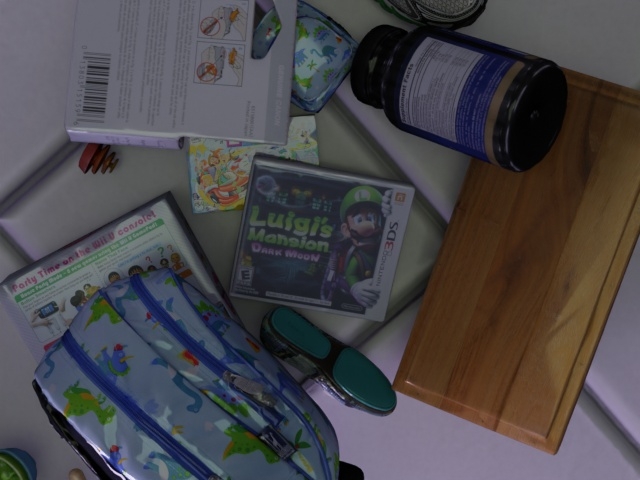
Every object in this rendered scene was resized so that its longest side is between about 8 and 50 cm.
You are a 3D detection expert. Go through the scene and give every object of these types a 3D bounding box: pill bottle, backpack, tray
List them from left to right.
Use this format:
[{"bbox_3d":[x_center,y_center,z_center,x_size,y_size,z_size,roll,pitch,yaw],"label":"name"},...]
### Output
[{"bbox_3d":[-0.121,0.196,1.175,0.355,0.290,0.273,27,89,1],"label":"backpack"},{"bbox_3d":[-0.021,-0.213,1.289,0.114,0.084,0.105,38,93,-3],"label":"backpack"},{"bbox_3d":[0.145,-0.163,1.238,0.219,0.123,0.123,25,99,34],"label":"pill bottle"},{"bbox_3d":[0.245,0.013,1.302,0.203,0.076,0.411,20,97,16],"label":"tray"}]

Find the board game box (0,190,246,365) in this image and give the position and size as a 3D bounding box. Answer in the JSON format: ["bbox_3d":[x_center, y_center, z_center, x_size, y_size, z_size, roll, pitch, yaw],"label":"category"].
[{"bbox_3d":[-0.200,0.128,1.331,0.224,0.097,0.303,-27,99,2],"label":"board game box"}]

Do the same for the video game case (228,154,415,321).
[{"bbox_3d":[0.000,0.000,1.332,0.190,0.022,0.173,10,109,-5],"label":"video game case"}]

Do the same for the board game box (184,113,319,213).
[{"bbox_3d":[-0.078,-0.089,1.335,0.154,0.026,0.103,-6,98,0],"label":"board game box"}]

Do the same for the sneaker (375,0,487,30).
[{"bbox_3d":[0.064,-0.373,1.236,0.134,0.146,0.343,-37,98,4],"label":"sneaker"}]

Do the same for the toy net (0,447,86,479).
[{"bbox_3d":[-0.290,0.320,1.327,0.232,0.045,0.122,20,120,20],"label":"toy net"}]

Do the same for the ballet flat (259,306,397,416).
[{"bbox_3d":[0.006,0.149,1.359,0.188,0.070,0.070,40,96,-1],"label":"ballet flat"}]

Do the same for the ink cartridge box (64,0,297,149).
[{"bbox_3d":[-0.147,-0.237,1.259,0.239,0.060,0.275,5,81,-4],"label":"ink cartridge box"}]

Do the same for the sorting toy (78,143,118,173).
[{"bbox_3d":[-0.239,-0.116,1.311,0.042,0.061,0.102,29,120,-6],"label":"sorting toy"}]
